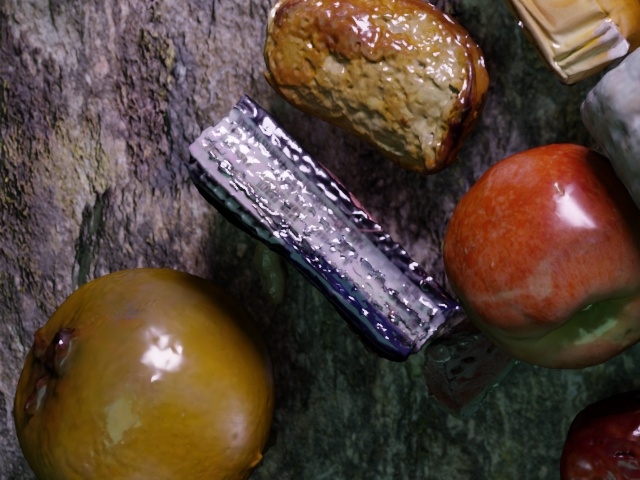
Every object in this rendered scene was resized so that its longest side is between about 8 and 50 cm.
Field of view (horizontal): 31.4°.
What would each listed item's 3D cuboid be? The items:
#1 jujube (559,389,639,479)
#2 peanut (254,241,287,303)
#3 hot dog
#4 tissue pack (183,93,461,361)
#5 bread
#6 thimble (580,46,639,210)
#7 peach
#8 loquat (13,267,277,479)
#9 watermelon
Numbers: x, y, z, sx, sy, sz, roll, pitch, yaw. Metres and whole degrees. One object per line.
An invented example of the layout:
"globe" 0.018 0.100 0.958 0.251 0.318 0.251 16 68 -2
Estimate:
"jujube" 0.388 0.250 1.215 0.243 0.183 0.183 8 109 30
"peanut" -0.061 0.038 1.422 0.037 0.037 0.083 -16 91 28
"hot dog" 0.063 -0.188 1.256 0.259 0.114 0.175 31 121 15
"tissue pack" 0.000 0.000 1.273 0.123 0.245 0.332 -44 85 -4
"bread" 0.234 -0.281 1.133 0.107 0.136 0.241 -30 91 29
"thimble" 0.396 -0.123 1.015 0.291 0.291 0.195 -35 84 29
"peach" 0.240 0.006 1.183 0.232 0.257 0.232 -5 129 -6
"loquat" -0.193 0.203 1.395 0.359 0.328 0.328 29 127 -36
"watermelon" 0.168 0.119 1.297 0.071 0.139 0.187 46 113 34
